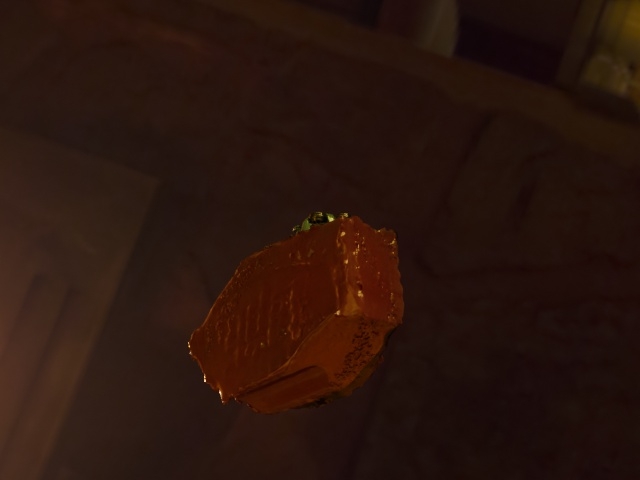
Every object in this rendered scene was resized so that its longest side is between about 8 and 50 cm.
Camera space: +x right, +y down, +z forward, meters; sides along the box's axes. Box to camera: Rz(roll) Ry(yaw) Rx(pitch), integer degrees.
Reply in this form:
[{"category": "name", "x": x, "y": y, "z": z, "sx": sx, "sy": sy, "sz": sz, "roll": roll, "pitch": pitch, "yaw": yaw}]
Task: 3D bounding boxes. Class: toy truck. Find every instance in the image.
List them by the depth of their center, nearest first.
[{"category": "toy truck", "x": 0.000, "y": 0.000, "z": 1.824, "sx": 0.090, "sy": 0.073, "sz": 0.056, "roll": 151, "pitch": -59, "yaw": -64}]

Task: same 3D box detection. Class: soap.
[{"category": "soap", "x": -0.033, "y": 0.100, "z": 1.719, "sx": 0.289, "sy": 0.112, "sz": 0.182, "roll": -25, "pitch": -125, "yaw": 43}]
